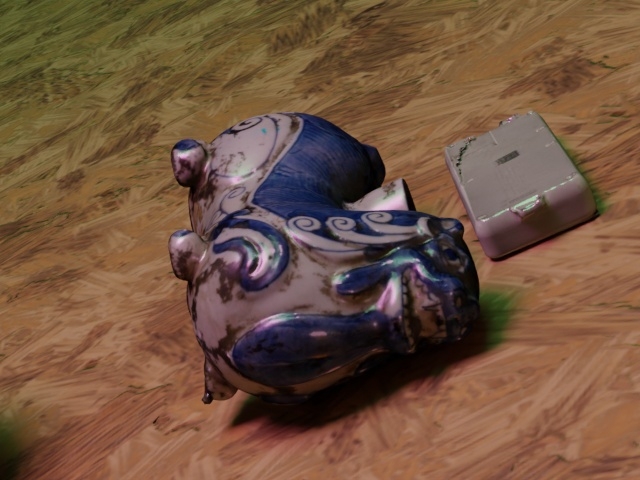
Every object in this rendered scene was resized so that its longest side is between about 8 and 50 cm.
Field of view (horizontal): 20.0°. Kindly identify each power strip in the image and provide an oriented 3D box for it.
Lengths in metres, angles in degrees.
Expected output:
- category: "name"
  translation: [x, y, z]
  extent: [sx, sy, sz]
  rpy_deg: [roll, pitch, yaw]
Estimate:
- category: "power strip"
  translation: [0.136, -0.043, 1.272]
  extent: [0.081, 0.035, 0.192]
  rpy_deg: [-25, 19, 5]

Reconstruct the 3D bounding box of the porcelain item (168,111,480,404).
- category: "porcelain item"
  translation: [0.000, 0.000, 1.193]
  extent: [0.186, 0.138, 0.288]
  rpy_deg: [-14, 22, 3]
